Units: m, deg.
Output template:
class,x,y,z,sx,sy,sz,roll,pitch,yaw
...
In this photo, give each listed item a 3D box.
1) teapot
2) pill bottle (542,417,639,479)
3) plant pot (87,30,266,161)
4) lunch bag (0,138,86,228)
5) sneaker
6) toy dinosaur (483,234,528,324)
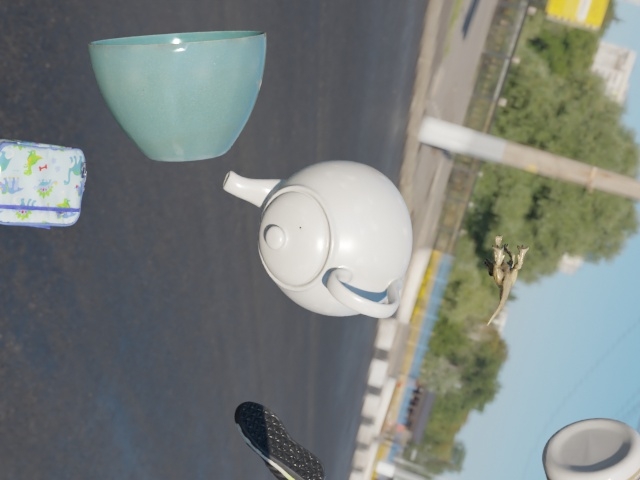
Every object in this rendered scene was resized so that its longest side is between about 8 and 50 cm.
class,x,y,z,sx,sy,sz,roll,pitch,yaw
teapot,0.000,0.000,1.485,0.187,0.256,0.253,-1,81,-48
pill bottle,0.439,0.417,1.542,0.153,0.153,0.265,-60,136,-57
plant pot,-0.229,-0.238,1.673,0.290,0.290,0.196,-50,139,-70
lunch bag,-0.583,-0.112,2.045,0.219,0.090,0.176,4,97,-50
sneaker,-0.094,0.415,1.964,0.097,0.235,0.084,-34,-168,47
toy dinosaur,0.266,0.051,1.452,0.183,0.053,0.093,-74,170,-67
